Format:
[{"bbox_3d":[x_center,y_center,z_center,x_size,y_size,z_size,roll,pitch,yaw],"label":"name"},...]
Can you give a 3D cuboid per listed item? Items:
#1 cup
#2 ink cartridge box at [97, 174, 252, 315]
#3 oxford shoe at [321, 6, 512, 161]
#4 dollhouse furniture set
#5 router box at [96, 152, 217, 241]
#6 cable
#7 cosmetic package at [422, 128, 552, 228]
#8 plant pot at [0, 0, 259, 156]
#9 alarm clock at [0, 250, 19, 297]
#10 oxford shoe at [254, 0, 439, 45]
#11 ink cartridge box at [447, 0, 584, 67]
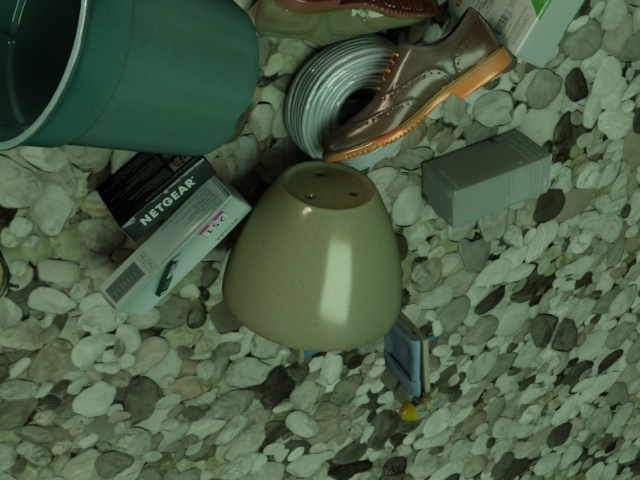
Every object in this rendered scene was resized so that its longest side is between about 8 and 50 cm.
[{"bbox_3d":[0.000,0.000,1.817,0.331,0.331,0.236,-10,128,-27],"label":"cup"},{"bbox_3d":[-0.232,0.020,1.797,0.275,0.060,0.239,-45,164,4],"label":"ink cartridge box"},{"bbox_3d":[0.141,-0.263,1.766,0.364,0.130,0.132,-33,103,2],"label":"oxford shoe"},{"bbox_3d":[0.085,0.192,2.039,0.198,0.303,0.286,-22,132,-19],"label":"dollhouse furniture set"},{"bbox_3d":[-0.275,-0.098,1.706,0.179,0.133,0.046,-40,134,0],"label":"router box"},{"bbox_3d":[0.064,-0.242,1.850,0.257,0.089,0.257,-24,132,-17],"label":"cable"},{"bbox_3d":[0.335,-0.127,2.089,0.238,0.127,0.107,-20,131,-22],"label":"cosmetic package"},{"bbox_3d":[-0.290,-0.266,1.458,0.334,0.341,0.341,10,117,-46],"label":"plant pot"},{"bbox_3d":[-0.582,0.040,1.657,0.129,0.064,0.192,-33,136,-8],"label":"alarm clock"},{"bbox_3d":[0.043,-0.395,1.732,0.348,0.123,0.130,-3,150,-33],"label":"oxford shoe"},{"bbox_3d":[0.343,-0.422,1.817,0.087,0.208,0.153,13,115,-42],"label":"ink cartridge box"}]
